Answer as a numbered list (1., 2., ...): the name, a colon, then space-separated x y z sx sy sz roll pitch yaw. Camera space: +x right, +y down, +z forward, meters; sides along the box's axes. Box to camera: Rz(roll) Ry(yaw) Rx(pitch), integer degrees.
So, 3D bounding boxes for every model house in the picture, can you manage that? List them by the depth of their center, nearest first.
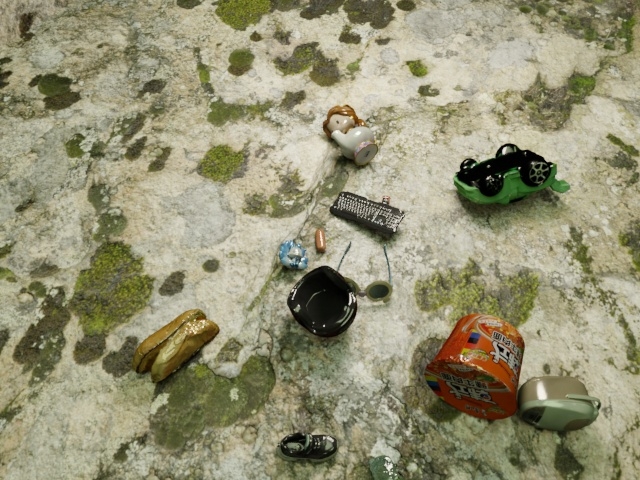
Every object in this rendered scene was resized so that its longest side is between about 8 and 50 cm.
1. model house: 0.174 0.609 1.347 0.078 0.066 0.083 -21 41 0

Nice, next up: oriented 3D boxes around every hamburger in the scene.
1. hamburger: -0.431 0.292 1.506 0.124 0.131 0.262 37 60 21

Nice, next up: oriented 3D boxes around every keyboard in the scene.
1. keyboard: 0.158 -0.100 1.774 0.262 0.016 0.106 22 66 28

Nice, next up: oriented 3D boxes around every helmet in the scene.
1. helmet: 0.009 0.185 1.528 0.189 0.193 0.216 -44 58 -10

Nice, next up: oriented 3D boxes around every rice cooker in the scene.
1. rice cooker: 0.638 0.439 1.393 0.206 0.145 0.127 0 48 -2

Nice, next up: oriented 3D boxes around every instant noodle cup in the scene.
1. instant noodle cup: 0.435 0.335 1.414 0.250 0.250 0.192 25 53 15

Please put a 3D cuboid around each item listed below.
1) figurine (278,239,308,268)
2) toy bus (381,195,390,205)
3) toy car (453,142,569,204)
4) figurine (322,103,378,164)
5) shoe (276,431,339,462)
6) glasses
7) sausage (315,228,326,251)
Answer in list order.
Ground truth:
1. figurine: -0.090 0.042 1.687 0.114 0.079 0.114 13 58 -22
2. toy bus: 0.221 -0.107 1.798 0.031 0.043 0.110 11 59 8
3. toy car: 0.654 -0.212 1.783 0.358 0.177 0.213 -20 27 -3
4. figurine: 0.109 -0.407 1.937 0.189 0.142 0.263 -4 50 -40
5. shoe: -0.034 0.540 1.361 0.169 0.099 0.071 -2 55 -1
6. glasses: 0.141 0.081 1.655 0.189 0.088 0.221 5 58 4
7. sausage: 0.000 0.000 1.740 0.034 0.034 0.083 -5 59 -2
